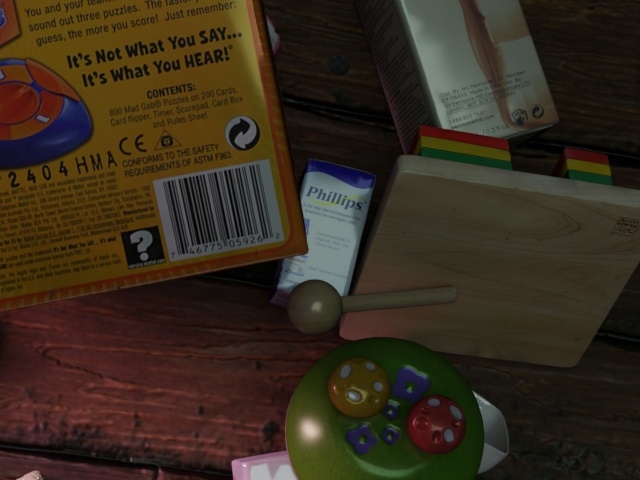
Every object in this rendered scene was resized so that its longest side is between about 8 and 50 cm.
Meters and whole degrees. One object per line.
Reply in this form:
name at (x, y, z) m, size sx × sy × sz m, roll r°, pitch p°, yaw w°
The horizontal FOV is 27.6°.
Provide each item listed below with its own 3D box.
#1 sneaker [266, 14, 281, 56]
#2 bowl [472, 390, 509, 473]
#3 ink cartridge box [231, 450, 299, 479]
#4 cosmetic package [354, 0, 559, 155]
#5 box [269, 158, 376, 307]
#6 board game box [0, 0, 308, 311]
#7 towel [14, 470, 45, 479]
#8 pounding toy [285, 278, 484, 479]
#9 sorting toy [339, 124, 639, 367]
sneaker at (-0.163, -0.238, 1.352) m, size 0.252 × 0.103 × 0.111 m, roll 27°, pitch 84°, yaw 3°
bowl at (0.118, 0.178, 1.316) m, size 0.142 × 0.142 × 0.053 m, roll 34°, pitch 103°, yaw -3°
ink cartridge box at (0.012, 0.315, 1.258) m, size 0.168 × 0.171 × 0.232 m, roll -6°, pitch 83°, yaw -9°
cosmetic package at (0.125, -0.229, 1.358) m, size 0.129 × 0.153 × 0.296 m, roll -17°, pitch 86°, yaw -11°
box at (0.000, 0.000, 1.322) m, size 0.072 × 0.126 × 0.137 m, roll 15°, pitch 80°, yaw -4°
board game box at (-0.222, -0.160, 1.130) m, size 0.356 × 0.356 × 0.356 m, roll -11°, pitch 102°, yaw 0°
towel at (-0.294, 0.302, 1.262) m, size 0.110 × 0.027 × 0.148 m, roll -29°, pitch 57°, yaw -10°
pounding toy at (0.061, 0.131, 1.163) m, size 0.183 × 0.110 × 0.237 m, roll -2°, pitch 64°, yaw -7°
sorting toy at (0.169, 0.005, 1.298) m, size 0.257 × 0.255 × 0.089 m, roll 8°, pitch 48°, yaw -9°
